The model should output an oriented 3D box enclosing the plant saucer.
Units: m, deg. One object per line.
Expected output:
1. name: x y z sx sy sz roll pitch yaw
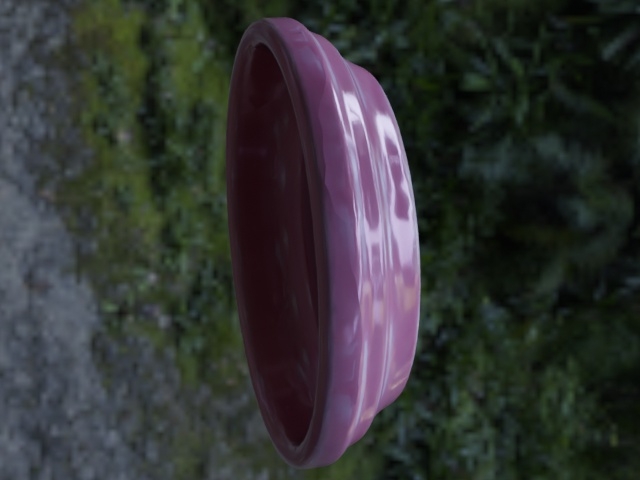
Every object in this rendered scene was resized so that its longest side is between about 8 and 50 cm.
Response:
1. plant saucer: 0.000 0.000 1.255 0.332 0.084 0.332 175 -90 -77
